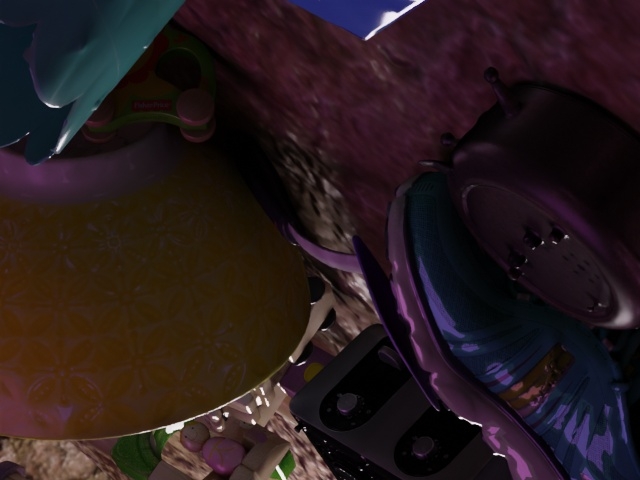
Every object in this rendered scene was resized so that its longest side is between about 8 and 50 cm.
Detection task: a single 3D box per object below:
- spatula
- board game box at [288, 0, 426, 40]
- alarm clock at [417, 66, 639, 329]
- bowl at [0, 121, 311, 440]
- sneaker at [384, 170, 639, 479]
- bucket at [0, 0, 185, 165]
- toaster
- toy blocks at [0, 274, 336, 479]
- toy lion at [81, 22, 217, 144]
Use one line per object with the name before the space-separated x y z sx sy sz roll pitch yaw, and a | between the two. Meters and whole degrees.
spatula | 0.000 0.000 1.203 0.084 0.030 0.296 57 174 -38
board game box | -0.005 -0.187 0.605 0.233 0.078 0.347 25 162 -17
alarm clock | 0.138 0.000 0.969 0.192 0.064 0.129 38 163 3
bowl | -0.154 -0.011 1.308 0.289 0.289 0.156 26 131 43
sneaker | 0.138 0.067 1.110 0.110 0.107 0.275 -27 107 38
bucket | -0.165 -0.191 0.959 0.281 0.183 0.281 38 164 13
toaster | 0.091 0.165 1.391 0.168 0.110 0.185 27 158 42
toy blocks | -0.149 0.133 1.541 0.260 0.288 0.309 30 164 19
toy lion | -0.115 -0.110 1.235 0.100 0.096 0.034 0 157 0
